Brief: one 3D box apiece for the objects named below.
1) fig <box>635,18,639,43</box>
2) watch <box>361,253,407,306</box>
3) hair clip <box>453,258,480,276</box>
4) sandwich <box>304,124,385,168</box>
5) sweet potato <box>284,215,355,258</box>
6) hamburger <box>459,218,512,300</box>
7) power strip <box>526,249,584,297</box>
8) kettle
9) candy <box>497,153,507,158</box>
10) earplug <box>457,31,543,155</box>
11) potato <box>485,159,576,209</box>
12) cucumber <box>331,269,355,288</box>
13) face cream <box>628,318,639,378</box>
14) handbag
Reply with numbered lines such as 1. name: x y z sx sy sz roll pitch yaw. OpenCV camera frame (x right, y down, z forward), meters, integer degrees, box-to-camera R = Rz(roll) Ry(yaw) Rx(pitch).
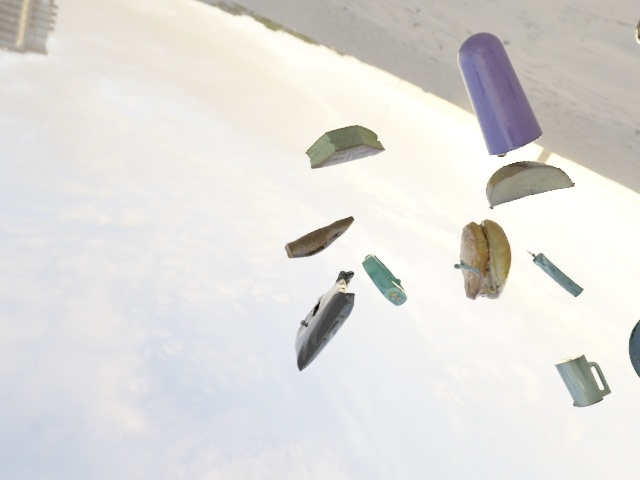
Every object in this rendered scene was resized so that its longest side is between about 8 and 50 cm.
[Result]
1. fig: 1.049 -0.702 1.630 0.146 0.201 0.134 -7 -159 12
2. watch: 0.239 0.148 1.965 0.237 0.068 0.195 38 -164 -45
3. hair clip: 0.511 0.098 1.845 0.115 0.030 0.039 22 161 -30
4. sandwich: 0.080 -0.308 1.729 0.258 0.096 0.094 -16 -114 -5
5. sweet potato: 0.000 0.000 1.587 0.077 0.244 0.077 56 -160 -33
6. hamburger: 0.622 0.071 2.031 0.170 0.290 0.314 0 -126 1
7. power strip: 0.781 0.104 1.789 0.216 0.044 0.137 43 -169 10
8. kettle: 0.822 0.437 1.674 0.127 0.098 0.148 -9 -109 -44
9. candy: 0.821 -0.433 2.316 0.056 0.184 0.049 31 168 23
10. earplug: 0.663 -0.565 2.026 0.455 0.215 0.215 64 -158 -12
11. potato: 0.588 -0.183 1.521 0.098 0.243 0.138 63 -149 -21
12. cucumber: 0.058 0.175 1.782 0.053 0.181 0.053 25 -172 -3
13. face cream: 0.934 0.258 1.264 0.357 0.219 0.312 1 -161 -29
14. handbag: 0.005 0.230 1.502 0.089 0.254 0.211 34 -178 -10
